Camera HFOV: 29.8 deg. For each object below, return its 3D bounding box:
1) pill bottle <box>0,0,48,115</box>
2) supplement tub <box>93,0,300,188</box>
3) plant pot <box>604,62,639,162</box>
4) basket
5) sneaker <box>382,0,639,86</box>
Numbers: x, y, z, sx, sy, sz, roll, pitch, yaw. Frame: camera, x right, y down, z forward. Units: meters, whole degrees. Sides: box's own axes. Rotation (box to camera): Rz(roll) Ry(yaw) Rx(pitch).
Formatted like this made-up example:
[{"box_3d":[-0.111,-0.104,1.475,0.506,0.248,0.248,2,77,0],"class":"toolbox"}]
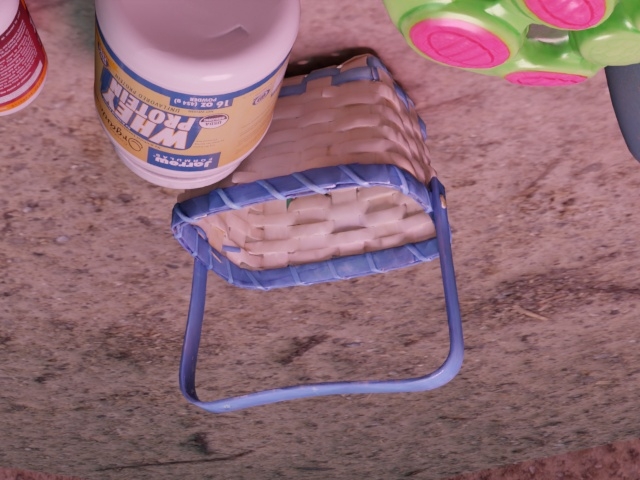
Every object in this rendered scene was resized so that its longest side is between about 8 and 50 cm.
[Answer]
[{"box_3d":[-0.263,-0.164,0.911,0.086,0.086,0.152,-1,158,0],"class":"pill bottle"},{"box_3d":[-0.099,-0.135,0.913,0.144,0.144,0.199,3,157,-10],"class":"supplement tub"},{"box_3d":[0.280,-0.191,0.694,0.290,0.290,0.195,-16,118,30],"class":"plant pot"},{"box_3d":[0.000,0.000,1.055,0.255,0.288,0.201,-7,152,22],"class":"basket"},{"box_3d":[0.057,-0.251,0.513,0.185,0.202,0.483,-14,138,27],"class":"sneaker"}]
